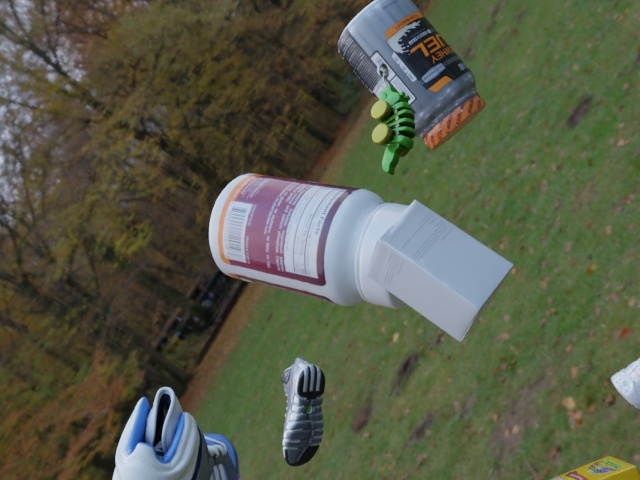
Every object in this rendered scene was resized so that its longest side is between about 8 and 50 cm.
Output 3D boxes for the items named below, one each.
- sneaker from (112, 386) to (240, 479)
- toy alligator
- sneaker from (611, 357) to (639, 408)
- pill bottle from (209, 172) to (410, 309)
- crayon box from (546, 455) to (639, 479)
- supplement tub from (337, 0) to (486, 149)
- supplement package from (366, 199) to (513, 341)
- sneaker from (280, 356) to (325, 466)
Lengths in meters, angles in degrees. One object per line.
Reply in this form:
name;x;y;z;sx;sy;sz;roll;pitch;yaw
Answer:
sneaker;-0.194;0.303;1.020;0.323;0.130;0.236;-49;-33;-69
toy alligator;0.107;-0.181;0.983;0.051;0.056;0.190;-20;58;37
sneaker;0.619;0.242;1.216;0.115;0.232;0.090;-58;38;28
pill bottle;0.000;0.000;1.358;0.224;0.392;0.224;-26;-59;-53
crayon box;0.713;0.654;1.854;0.318;0.081;0.202;-21;-11;-1
supplement tub;0.201;-0.364;1.531;0.193;0.316;0.193;-39;-4;-3
supplement package;0.176;0.045;1.058;0.105;0.179;0.105;-44;-19;-31
sneaker;-0.047;0.363;1.535;0.132;0.086;0.229;-151;70;-66
